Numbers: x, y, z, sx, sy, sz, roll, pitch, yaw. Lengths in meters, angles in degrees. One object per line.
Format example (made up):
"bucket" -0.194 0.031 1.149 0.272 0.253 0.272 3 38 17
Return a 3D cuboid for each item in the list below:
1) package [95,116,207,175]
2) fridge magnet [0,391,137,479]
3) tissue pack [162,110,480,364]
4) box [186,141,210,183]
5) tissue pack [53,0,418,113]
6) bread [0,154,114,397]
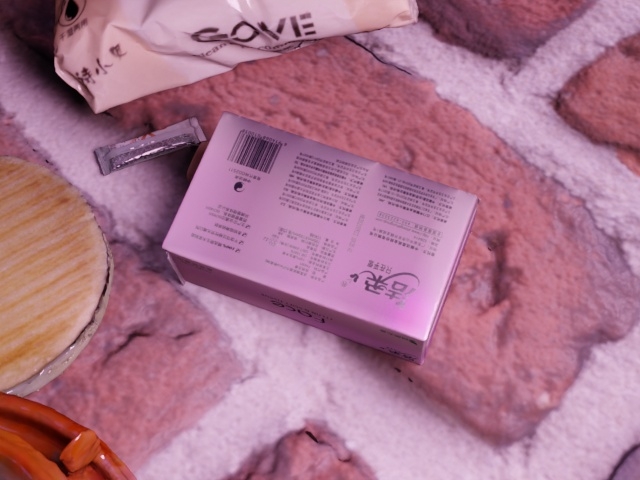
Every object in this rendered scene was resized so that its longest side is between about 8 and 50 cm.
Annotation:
"package" -0.171 -0.095 1.054 0.110 0.015 0.037 -20 59 -15
"fridge magnet" -0.286 0.269 0.735 0.363 0.155 0.364 1 60 -2
"tissue pack" 0.000 0.000 0.940 0.246 0.092 0.149 20 71 10
"box" -0.072 -0.063 1.031 0.115 0.025 0.048 17 57 10
"tissue pack" -0.098 -0.330 1.113 0.375 0.195 0.390 -14 58 5
"bread" -0.318 0.037 0.952 0.266 0.040 0.267 0 58 -1
